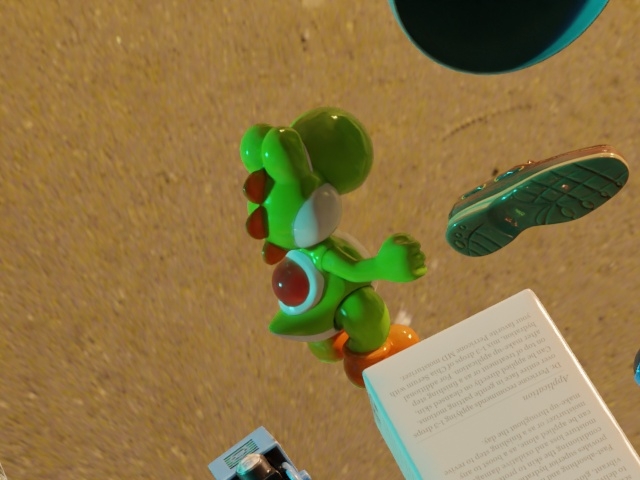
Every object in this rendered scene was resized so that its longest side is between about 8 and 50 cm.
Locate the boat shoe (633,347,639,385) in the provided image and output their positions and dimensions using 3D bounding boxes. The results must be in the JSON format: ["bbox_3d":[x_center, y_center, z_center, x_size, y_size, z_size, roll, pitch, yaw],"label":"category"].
[{"bbox_3d":[0.513,0.092,1.952,0.258,0.089,0.109,-40,93,9],"label":"boat shoe"}]

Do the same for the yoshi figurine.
[{"bbox_3d":[0.025,-0.013,1.752,0.203,0.362,0.203,-12,36,14],"label":"yoshi figurine"}]

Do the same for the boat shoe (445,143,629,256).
[{"bbox_3d":[0.190,-0.047,1.296,0.178,0.064,0.060,-25,38,28],"label":"boat shoe"}]

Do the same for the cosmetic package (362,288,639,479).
[{"bbox_3d":[0.250,0.308,1.623,0.230,0.161,0.453,-25,60,-6],"label":"cosmetic package"}]

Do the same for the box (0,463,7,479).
[{"bbox_3d":[-0.371,0.275,1.615,0.027,0.094,0.137,-27,77,0],"label":"box"}]

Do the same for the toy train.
[{"bbox_3d":[-0.023,0.255,1.284,0.080,0.105,0.184,-36,108,-6],"label":"toy train"}]

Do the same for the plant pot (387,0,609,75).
[{"bbox_3d":[0.185,-0.365,1.677,0.290,0.290,0.195,-20,37,-6],"label":"plant pot"}]
